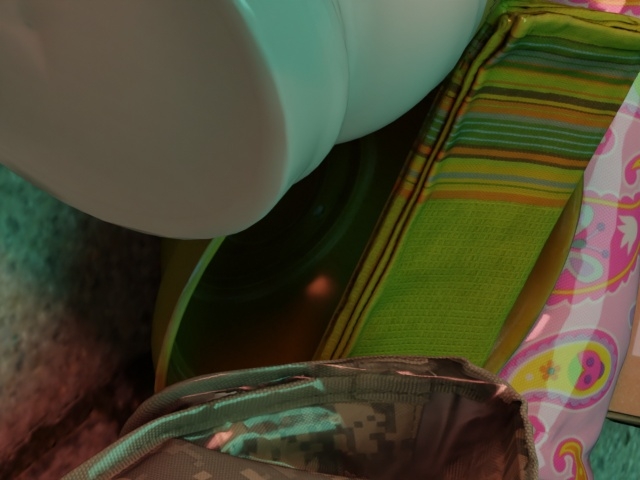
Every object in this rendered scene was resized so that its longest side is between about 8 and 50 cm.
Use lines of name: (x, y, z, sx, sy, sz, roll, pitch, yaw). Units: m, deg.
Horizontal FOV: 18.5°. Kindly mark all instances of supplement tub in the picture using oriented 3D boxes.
supplement tub: (-0.008, -0.176, 0.693, 0.316, 0.228, 0.228, -53, 134, -30)

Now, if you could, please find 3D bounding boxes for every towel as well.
towel: (0.057, 0.011, 0.799, 0.102, 0.021, 0.237, 1, 123, -43)

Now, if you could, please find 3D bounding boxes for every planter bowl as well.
planter bowl: (0.000, 0.000, 0.827, 0.217, 0.090, 0.217, -26, 139, -25)

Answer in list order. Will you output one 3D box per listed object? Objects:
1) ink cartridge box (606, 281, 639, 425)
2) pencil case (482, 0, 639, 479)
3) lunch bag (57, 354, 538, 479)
ink cartridge box: (0.216, -0.009, 1.060, 0.193, 0.088, 0.235, 29, 74, -79)
pencil case: (0.105, -0.021, 0.956, 0.124, 0.124, 0.284, 19, 81, -51)
lunch bag: (-0.040, 0.189, 0.742, 0.287, 0.169, 0.235, -36, 147, -38)
